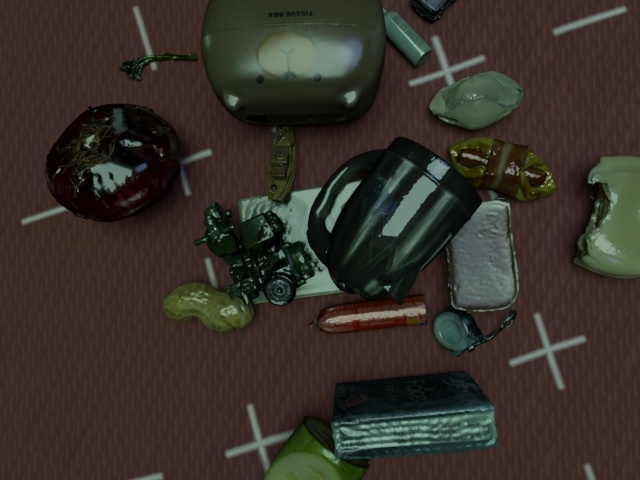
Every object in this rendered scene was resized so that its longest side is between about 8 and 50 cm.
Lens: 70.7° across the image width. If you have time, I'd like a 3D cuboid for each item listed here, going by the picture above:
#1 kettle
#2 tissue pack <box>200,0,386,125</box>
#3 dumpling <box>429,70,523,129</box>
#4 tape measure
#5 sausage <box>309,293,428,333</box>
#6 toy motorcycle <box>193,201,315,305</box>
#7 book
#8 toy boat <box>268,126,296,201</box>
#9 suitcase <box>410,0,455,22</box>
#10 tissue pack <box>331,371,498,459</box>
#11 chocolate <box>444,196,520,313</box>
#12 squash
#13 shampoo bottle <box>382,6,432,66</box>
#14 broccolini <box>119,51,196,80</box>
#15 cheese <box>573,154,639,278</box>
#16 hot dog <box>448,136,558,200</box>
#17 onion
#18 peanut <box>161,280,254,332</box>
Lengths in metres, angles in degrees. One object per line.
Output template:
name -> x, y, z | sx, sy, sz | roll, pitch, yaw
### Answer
kettle -> 0.117, -0.042, 0.969 | 0.320, 0.228, 0.324 | 40, 94, 28
tissue pack -> -0.054, -0.389, 0.989 | 0.386, 0.267, 0.277 | 1, 83, 3
dumpling -> 0.356, -0.336, 1.044 | 0.180, 0.111, 0.155 | 19, 58, -1
tape measure -> 0.353, 0.191, 1.045 | 0.179, 0.104, 0.107 | -19, 63, -27
sausage -> 0.108, 0.174, 1.046 | 0.273, 0.074, 0.074 | -7, 86, 5
toy motorcycle -> -0.144, 0.020, 1.008 | 0.205, 0.127, 0.276 | -24, 91, 7
book -> 0.000, 0.000, 1.081 | 0.370, 0.043, 0.261 | -9, 87, 4
toy boat -> -0.091, -0.182, 1.059 | 0.064, 0.072, 0.206 | 2, 69, 8
suitcase -> 0.281, -0.595, 1.079 | 0.086, 0.059, 0.126 | 43, 91, 7
tissue pack -> 0.184, 0.363, 0.953 | 0.315, 0.228, 0.103 | -6, 92, 4
chocolate -> 0.357, 0.038, 1.029 | 0.160, 0.083, 0.262 | 0, 78, 7
squash -> -0.032, 0.541, 0.982 | 0.189, 0.189, 0.261 | 34, 87, 6
shampoo bottle -> 0.184, -0.507, 1.085 | 0.056, 0.056, 0.195 | -41, 84, 2
broccolini -> -0.410, -0.457, 1.141 | 0.194, 0.054, 0.052 | -15, 67, 2
cheese -> 0.670, -0.050, 0.985 | 0.233, 0.127, 0.267 | 13, 87, 5
hot dog -> 0.419, -0.164, 1.028 | 0.261, 0.093, 0.123 | 14, 88, 5
onion -> -0.470, -0.177, 1.050 | 0.313, 0.232, 0.314 | -4, 62, 7
peanut -> -0.267, 0.156, 1.069 | 0.229, 0.098, 0.103 | 14, 64, 8
